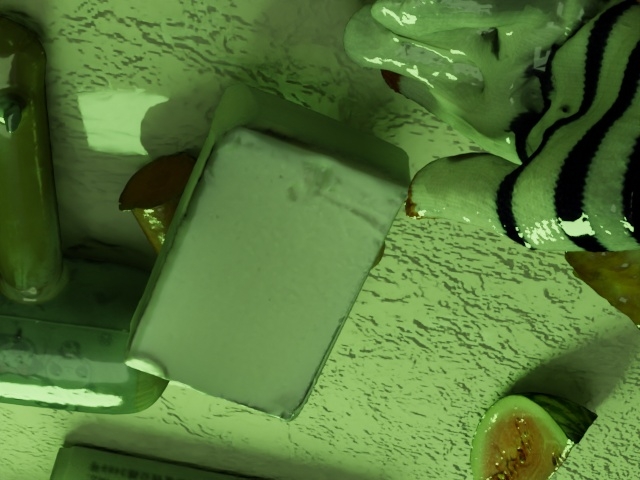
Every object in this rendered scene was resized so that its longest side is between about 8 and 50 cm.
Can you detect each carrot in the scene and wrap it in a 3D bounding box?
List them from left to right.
[{"bbox_3d":[-0.061,0.037,0.850,0.067,0.067,0.225,-11,134,21],"label":"carrot"}]

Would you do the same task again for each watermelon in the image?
[{"bbox_3d":[0.156,0.157,0.956,0.069,0.087,0.163,40,136,10],"label":"watermelon"}]

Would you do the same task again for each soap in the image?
[{"bbox_3d":[-0.035,0.011,0.743,0.121,0.064,0.183,21,112,-10],"label":"soap"}]

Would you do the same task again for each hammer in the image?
[{"bbox_3d":[-0.192,-0.011,0.804,0.201,0.113,0.305,5,131,-2],"label":"hammer"}]

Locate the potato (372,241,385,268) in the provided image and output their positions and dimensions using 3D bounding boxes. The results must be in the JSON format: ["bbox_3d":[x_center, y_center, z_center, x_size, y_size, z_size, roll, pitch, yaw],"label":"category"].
[{"bbox_3d":[0.000,0.000,0.810,0.083,0.062,0.068,-9,172,-17],"label":"potato"}]

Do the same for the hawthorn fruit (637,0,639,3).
[{"bbox_3d":[0.180,-0.184,0.504,0.157,0.157,0.194,-1,123,10],"label":"hawthorn fruit"}]

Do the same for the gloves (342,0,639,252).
[{"bbox_3d":[0.113,-0.077,0.634,0.131,0.218,0.140,-20,119,-21],"label":"gloves"}]

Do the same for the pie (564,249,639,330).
[{"bbox_3d":[0.285,-0.030,0.710,0.315,0.092,0.315,8,138,7],"label":"pie"}]

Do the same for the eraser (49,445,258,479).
[{"bbox_3d":[-0.113,0.272,1.114,0.278,0.081,0.124,12,138,-5],"label":"eraser"}]
